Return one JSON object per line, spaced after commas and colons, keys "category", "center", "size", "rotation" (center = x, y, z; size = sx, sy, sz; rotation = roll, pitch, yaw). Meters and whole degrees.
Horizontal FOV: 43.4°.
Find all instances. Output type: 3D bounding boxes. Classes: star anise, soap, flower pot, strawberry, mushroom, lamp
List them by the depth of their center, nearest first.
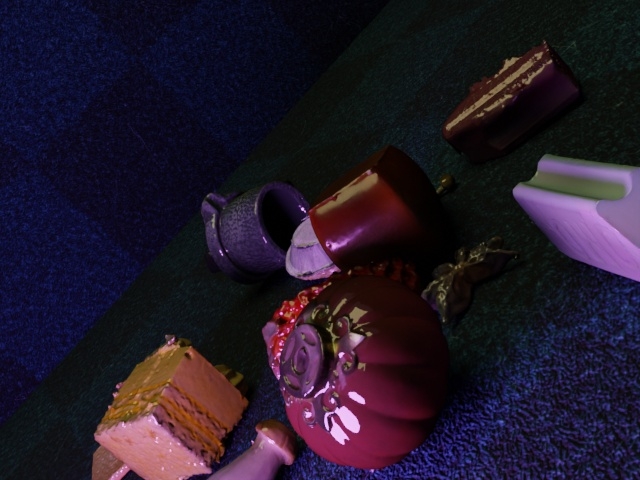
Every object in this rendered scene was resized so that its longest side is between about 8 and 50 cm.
{"category": "soap", "center": [0.427, -0.029, 1.182], "size": [0.095, 0.173, 0.289], "rotation": [-47, 20, -4]}
{"category": "lamp", "center": [0.069, 0.205, 1.272], "size": [0.303, 0.257, 0.303], "rotation": [-27, 56, 49]}
{"category": "mushroom", "center": [-0.168, 0.470, 1.431], "size": [0.350, 0.128, 0.128], "rotation": [-48, 19, -22]}
{"category": "star anise", "center": [0.260, 0.062, 1.504], "size": [0.208, 0.063, 0.172], "rotation": [-43, 17, 3]}
{"category": "strawberry", "center": [0.060, 0.170, 1.523], "size": [0.336, 0.265, 0.149], "rotation": [-28, 60, -8]}
{"category": "soap", "center": [0.424, -0.307, 1.852], "size": [0.324, 0.127, 0.220], "rotation": [-36, 19, 24]}
{"category": "mushroom", "center": [0.201, -0.043, 1.899], "size": [0.306, 0.043, 0.068], "rotation": [-45, -6, 2]}
{"category": "flower pot", "center": [-0.200, -0.035, 2.296], "size": [0.282, 0.299, 0.299], "rotation": [-22, 28, 40]}

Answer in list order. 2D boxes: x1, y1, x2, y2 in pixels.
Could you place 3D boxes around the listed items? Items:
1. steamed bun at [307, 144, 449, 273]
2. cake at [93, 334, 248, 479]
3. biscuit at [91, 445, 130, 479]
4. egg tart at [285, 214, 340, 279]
{"category": "steamed bun", "center": [0.137, -0.042, 1.693], "size": [0.235, 0.248, 0.379], "rotation": [-35, 6, 16]}
{"category": "cake", "center": [-0.311, 0.365, 1.787], "size": [0.222, 0.227, 0.286], "rotation": [-23, 29, 37]}
{"category": "biscuit", "center": [-0.538, 0.570, 2.120], "size": [0.160, 0.030, 0.249], "rotation": [-44, 19, -2]}
{"category": "egg tart", "center": [0.000, 0.000, 2.061], "size": [0.234, 0.094, 0.234], "rotation": [-26, 33, 18]}
